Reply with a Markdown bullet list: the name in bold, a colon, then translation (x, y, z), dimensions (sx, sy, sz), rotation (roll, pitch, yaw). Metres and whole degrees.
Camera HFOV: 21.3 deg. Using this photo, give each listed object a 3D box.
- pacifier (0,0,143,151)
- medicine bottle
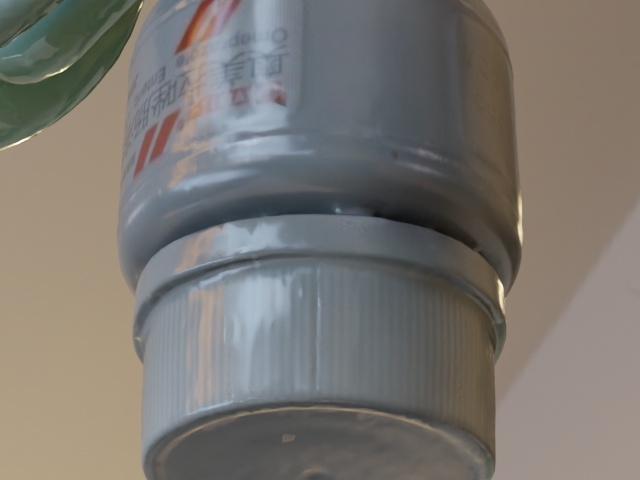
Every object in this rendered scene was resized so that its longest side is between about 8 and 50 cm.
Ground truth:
- **pacifier**: translation (-0.164, -0.173, 0.571), dimensions (0.288, 0.343, 0.269), rotation (-37, -52, -7)
- **medicine bottle**: translation (0.000, 0.000, 1.023), dimensions (0.245, 0.245, 0.306), rotation (27, -130, -38)
